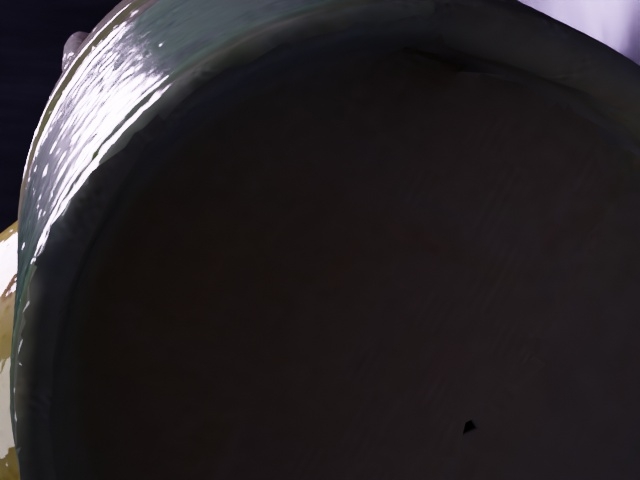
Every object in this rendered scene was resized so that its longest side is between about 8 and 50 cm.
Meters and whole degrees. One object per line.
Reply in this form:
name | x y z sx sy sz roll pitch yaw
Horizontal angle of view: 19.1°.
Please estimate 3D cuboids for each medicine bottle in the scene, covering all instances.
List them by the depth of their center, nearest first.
medicine bottle | 0.000 0.000 0.738 0.406 0.235 0.236 -122 34 -75

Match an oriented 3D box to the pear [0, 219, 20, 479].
pear | -0.079 0.094 1.097 0.309 0.309 0.309 -178 90 -82
